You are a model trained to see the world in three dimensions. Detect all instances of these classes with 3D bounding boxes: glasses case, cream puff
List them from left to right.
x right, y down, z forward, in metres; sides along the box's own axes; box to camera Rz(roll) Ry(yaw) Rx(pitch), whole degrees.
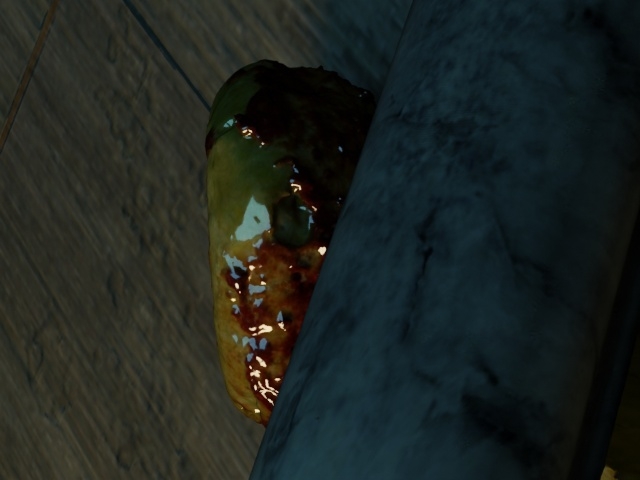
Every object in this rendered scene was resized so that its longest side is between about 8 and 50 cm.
[{"bbox_3d":[0.000,0.000,0.704,0.149,0.084,0.149,175,90,-89],"label":"cream puff"},{"bbox_3d":[0.054,-0.024,0.562,0.114,0.060,0.299,-6,56,44],"label":"glasses case"}]

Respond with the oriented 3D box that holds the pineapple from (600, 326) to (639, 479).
[{"bbox_3d":[0.072,0.092,0.618,0.236,0.114,0.186,-33,64,47],"label":"pineapple"}]
